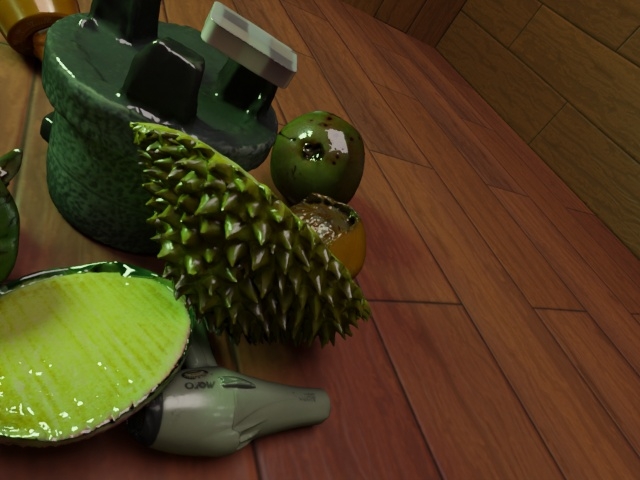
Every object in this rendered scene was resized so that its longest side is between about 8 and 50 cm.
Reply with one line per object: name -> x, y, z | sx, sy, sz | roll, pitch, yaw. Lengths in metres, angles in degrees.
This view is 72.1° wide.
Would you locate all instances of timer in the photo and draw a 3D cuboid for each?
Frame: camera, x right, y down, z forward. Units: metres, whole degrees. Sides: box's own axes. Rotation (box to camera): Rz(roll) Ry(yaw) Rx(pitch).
timer -> -0.437, -0.314, 0.719 | 0.132, 0.132, 0.152 | -24, 88, -50

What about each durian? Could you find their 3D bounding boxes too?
durian -> -0.052, 0.016, 0.478 | 0.352, 0.158, 0.169 | 53, 20, -44

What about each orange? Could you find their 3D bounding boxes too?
orange -> 0.000, 0.000, 0.681 | 0.156, 0.134, 0.157 | 30, 24, -15

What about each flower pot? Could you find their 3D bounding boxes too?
flower pot -> -0.206, -0.172, 0.580 | 0.299, 0.283, 0.299 | 21, 39, -18

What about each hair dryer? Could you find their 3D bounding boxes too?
hair dryer -> -0.090, 0.150, 0.501 | 0.218, 0.088, 0.225 | 28, 21, -22

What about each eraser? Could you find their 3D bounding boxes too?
eraser -> -0.076, -0.214, 0.485 | 0.105, 0.026, 0.065 | 25, 36, -25

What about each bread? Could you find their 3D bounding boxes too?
bread -> -0.231, 0.094, 0.404 | 0.228, 0.034, 0.228 | 5, 32, -3

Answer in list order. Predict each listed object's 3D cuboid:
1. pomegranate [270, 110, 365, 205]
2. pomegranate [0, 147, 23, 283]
pomegranate -> -0.003, -0.128, 0.818 | 0.179, 0.210, 0.179 | -3, 57, 5
pomegranate -> -0.356, -0.029, 0.425 | 0.131, 0.152, 0.191 | 11, 20, -19
